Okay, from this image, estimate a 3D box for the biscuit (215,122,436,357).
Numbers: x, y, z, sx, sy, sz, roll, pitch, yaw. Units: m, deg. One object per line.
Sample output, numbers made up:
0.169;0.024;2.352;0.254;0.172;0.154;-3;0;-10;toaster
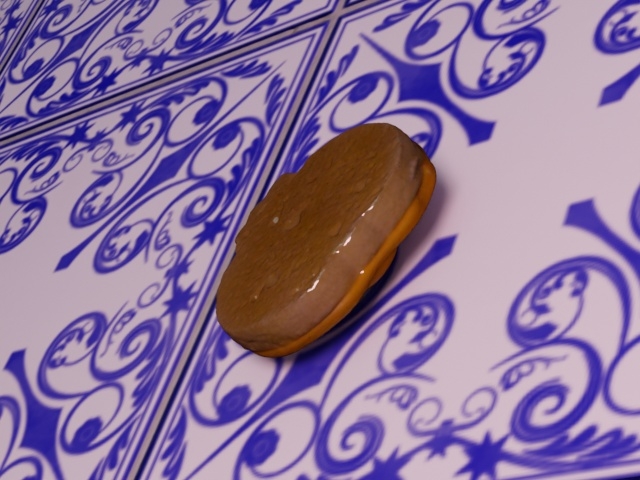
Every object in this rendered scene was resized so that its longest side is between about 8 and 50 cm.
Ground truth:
0.003;0.003;1.101;0.170;0.050;0.170;-39;24;21;biscuit
